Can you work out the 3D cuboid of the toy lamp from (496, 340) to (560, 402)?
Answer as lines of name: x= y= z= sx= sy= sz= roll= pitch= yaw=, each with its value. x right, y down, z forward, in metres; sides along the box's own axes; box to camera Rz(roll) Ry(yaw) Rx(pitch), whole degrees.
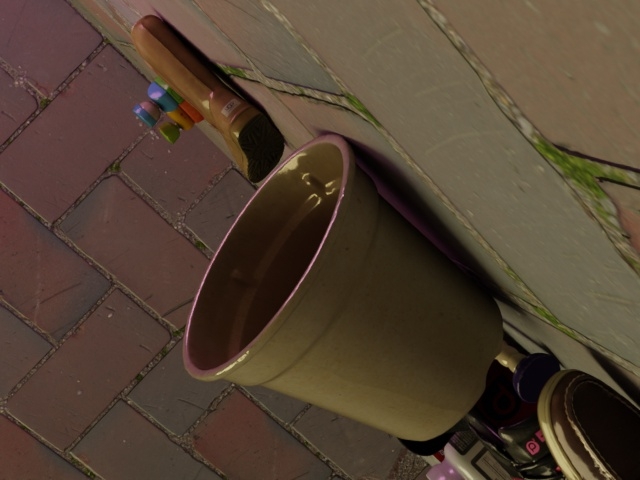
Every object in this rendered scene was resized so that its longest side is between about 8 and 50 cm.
toy lamp: x=0.229 y=0.136 z=1.282 sx=0.080 sy=0.080 sz=0.275 roll=45 pitch=176 yaw=-35

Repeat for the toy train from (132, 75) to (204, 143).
toy train: x=-0.281 y=-0.259 z=1.896 sx=0.105 sy=0.143 sz=0.248 roll=42 pitch=177 yaw=35

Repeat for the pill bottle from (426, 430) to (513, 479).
pill bottle: x=0.372 y=0.457 z=1.950 sx=0.162 sy=0.278 sz=0.162 roll=44 pitch=177 yaw=2

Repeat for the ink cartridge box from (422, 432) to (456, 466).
ink cartridge box: x=0.373 y=0.442 z=2.113 sx=0.309 sy=0.272 sz=0.130 roll=43 pitch=165 yaw=-11

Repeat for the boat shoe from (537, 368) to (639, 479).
boat shoe: x=0.373 y=0.258 z=0.917 sx=0.342 sy=0.123 sz=0.123 roll=49 pitch=147 yaw=0

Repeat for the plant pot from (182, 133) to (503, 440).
plant pot: x=0.047 y=0.087 z=1.120 sx=0.305 sy=0.333 sz=0.334 roll=32 pitch=-178 yaw=-21

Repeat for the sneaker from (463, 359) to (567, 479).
sneaker: x=0.345 y=0.320 z=1.286 sx=0.483 sy=0.185 sz=0.202 roll=40 pitch=180 yaw=33

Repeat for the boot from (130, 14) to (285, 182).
boot: x=-0.188 y=-0.241 z=1.530 sx=0.269 sy=0.089 sz=0.236 roll=43 pitch=167 yaw=19

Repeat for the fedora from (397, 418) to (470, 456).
fedora: x=0.255 y=0.274 z=1.802 sx=0.153 sy=0.334 sz=0.334 roll=-4 pitch=145 yaw=36
